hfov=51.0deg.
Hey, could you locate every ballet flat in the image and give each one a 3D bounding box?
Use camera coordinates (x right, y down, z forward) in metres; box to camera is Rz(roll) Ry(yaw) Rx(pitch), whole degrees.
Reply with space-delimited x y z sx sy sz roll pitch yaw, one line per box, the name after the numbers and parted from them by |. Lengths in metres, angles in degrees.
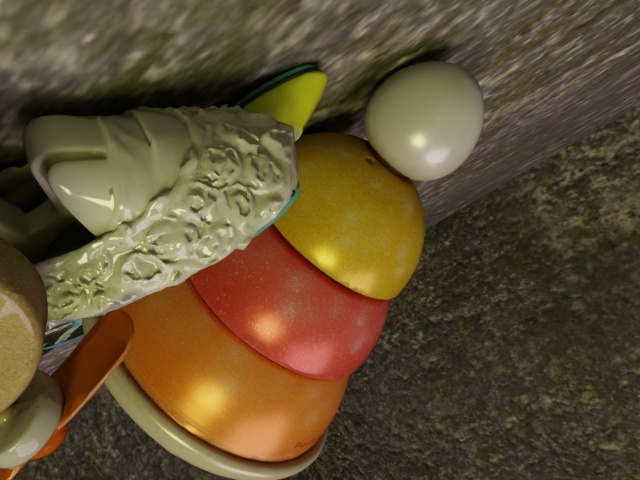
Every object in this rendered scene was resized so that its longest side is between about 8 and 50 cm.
-0.084 -0.067 0.592 0.231 0.077 0.077 -27 171 8 | ballet flat
-0.205 -0.008 0.463 0.409 0.146 0.147 -25 172 -5 | ballet flat

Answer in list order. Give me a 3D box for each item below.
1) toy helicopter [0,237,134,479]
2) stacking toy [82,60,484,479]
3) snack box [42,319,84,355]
-0.271 0.114 0.405 0.235 0.140 0.355 18 127 -34 | toy helicopter
0.000 0.000 0.755 0.480 0.350 0.351 -47 165 18 | stacking toy
-0.447 0.146 0.908 0.322 0.060 0.187 -26 171 6 | snack box
